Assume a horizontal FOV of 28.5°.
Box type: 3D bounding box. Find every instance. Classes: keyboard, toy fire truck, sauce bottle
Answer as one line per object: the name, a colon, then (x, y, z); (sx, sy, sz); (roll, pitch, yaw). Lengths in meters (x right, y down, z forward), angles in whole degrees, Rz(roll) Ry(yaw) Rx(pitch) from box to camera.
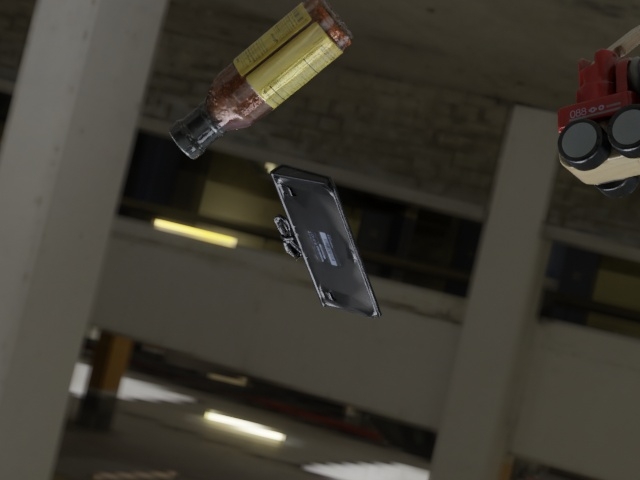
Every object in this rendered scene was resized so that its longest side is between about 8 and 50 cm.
keyboard: (0.000, 0.000, 1.269); (0.108, 0.023, 0.180); (12, 136, 38)
toy fire truck: (0.397, -0.189, 1.478); (0.217, 0.246, 0.158); (-14, 153, 34)
sauce bottle: (-0.039, -0.101, 0.789); (0.042, 0.128, 0.042); (51, -168, -15)
